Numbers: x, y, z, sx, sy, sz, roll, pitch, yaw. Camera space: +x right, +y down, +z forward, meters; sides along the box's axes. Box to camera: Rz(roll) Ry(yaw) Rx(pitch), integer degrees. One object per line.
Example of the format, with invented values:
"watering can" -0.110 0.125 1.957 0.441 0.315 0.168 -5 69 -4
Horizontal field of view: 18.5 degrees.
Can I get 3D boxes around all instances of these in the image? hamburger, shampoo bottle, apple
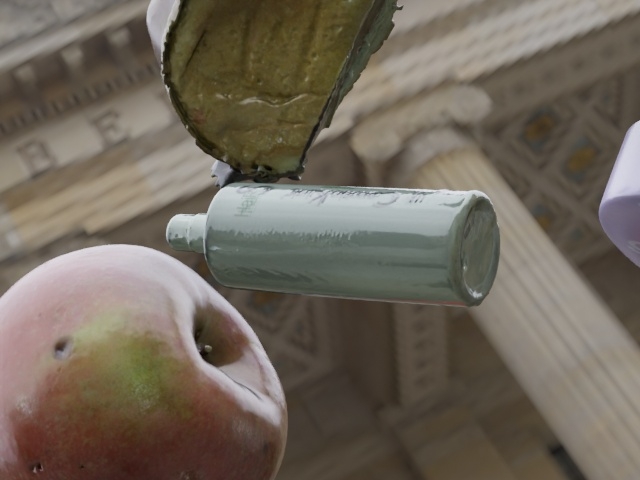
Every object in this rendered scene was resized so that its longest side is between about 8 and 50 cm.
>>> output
"hamburger" -0.051 -0.205 1.765 0.309 0.211 0.132 -64 -5 22
"shampoo bottle" 0.000 0.000 1.466 0.085 0.262 0.085 -11 -77 -61
"apple" -0.210 0.174 2.108 0.277 0.348 0.348 -36 -36 17

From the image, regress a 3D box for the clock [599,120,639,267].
"clock" 0.197 0.005 0.677 0.172 0.198 0.064 69 -136 -76
